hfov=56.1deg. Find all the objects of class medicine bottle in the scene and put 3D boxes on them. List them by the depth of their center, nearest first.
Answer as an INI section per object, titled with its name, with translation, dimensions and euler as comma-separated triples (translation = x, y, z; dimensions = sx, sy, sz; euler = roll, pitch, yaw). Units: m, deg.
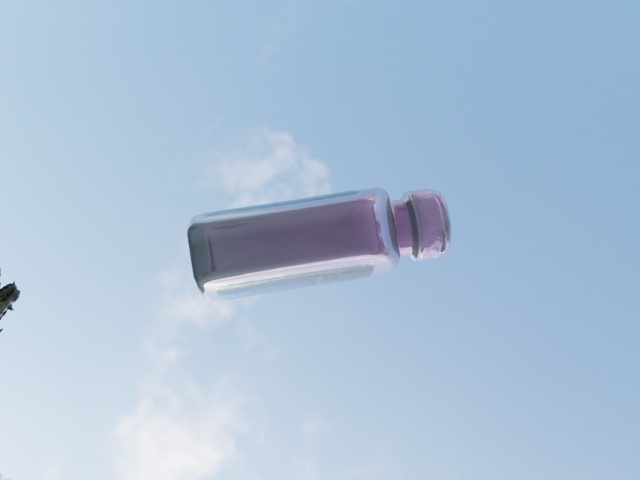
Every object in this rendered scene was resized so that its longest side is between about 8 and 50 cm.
[medicine bottle]
translation = 0.000, 0.000, 0.525
dimensions = 0.219, 0.115, 0.077
euler = -9, -97, -5

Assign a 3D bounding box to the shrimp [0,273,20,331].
[shrimp]
translation = -0.385, 0.096, 0.614
dimensions = 0.082, 0.076, 0.174
euler = 42, -111, -11
